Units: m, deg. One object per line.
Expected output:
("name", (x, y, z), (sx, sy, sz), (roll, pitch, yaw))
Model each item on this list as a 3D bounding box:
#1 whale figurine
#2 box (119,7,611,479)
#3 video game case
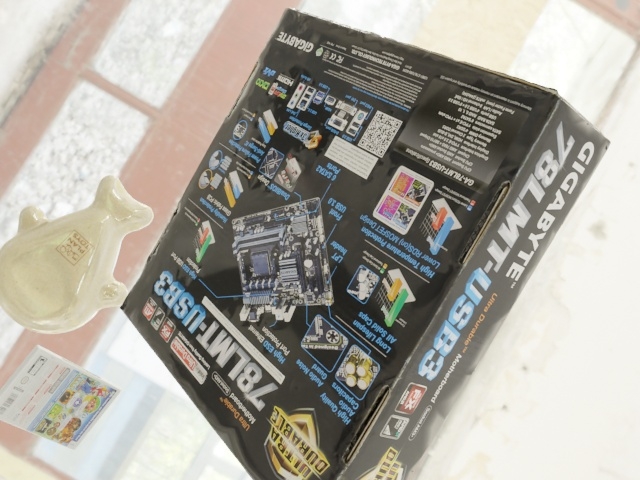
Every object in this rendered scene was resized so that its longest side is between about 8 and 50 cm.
("whale figurine", (-0.392, 0.024, 1.213), (0.272, 0.216, 0.141), (-49, -178, -6))
("box", (0.000, 0.000, 0.537), (0.295, 0.073, 0.293), (35, -81, 48))
("video game case", (-0.292, 0.176, 0.829), (0.087, 0.122, 0.011), (-52, -137, -6))
